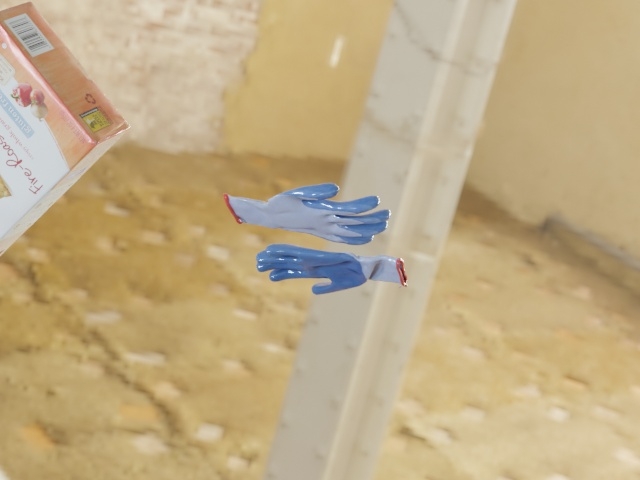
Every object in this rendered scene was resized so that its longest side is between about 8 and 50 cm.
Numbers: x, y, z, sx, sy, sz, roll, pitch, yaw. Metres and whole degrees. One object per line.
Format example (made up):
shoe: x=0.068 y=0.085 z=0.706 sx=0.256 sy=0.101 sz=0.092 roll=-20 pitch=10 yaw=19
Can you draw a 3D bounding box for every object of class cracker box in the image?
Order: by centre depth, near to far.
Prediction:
cracker box: x=-0.311 y=-0.094 z=1.586 sx=0.155 sy=0.232 sz=0.067 roll=51 pitch=-147 yaw=2

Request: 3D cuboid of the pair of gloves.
pair of gloves: x=0.000 y=0.000 z=1.590 sx=0.159 sy=0.023 sz=0.198 roll=3 pitch=151 yaw=19
